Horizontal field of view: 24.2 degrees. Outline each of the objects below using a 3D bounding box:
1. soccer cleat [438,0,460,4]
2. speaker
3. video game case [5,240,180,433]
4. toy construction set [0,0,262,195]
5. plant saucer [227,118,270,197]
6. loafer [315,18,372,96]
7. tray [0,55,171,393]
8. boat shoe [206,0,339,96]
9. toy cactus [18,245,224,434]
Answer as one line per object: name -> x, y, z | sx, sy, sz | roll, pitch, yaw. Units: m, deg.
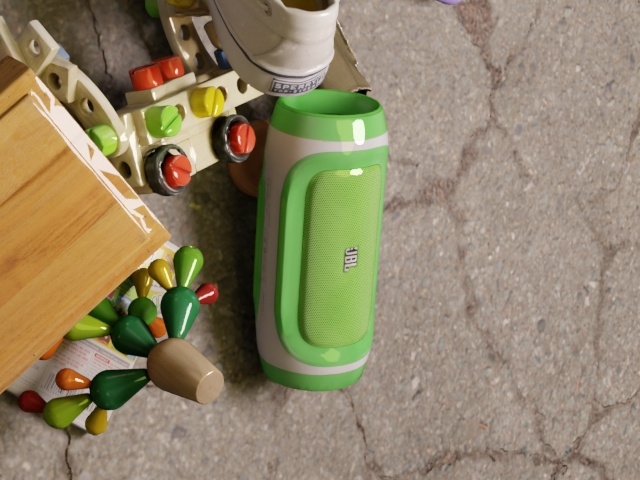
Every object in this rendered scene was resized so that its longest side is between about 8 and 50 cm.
soccer cleat -> 0.066, -0.321, 1.652 | 0.095, 0.083, 0.248 | -50, 133, 9
speaker -> 0.000, 0.000, 1.541 | 0.131, 0.131, 0.296 | -13, 116, -39
video game case -> -0.257, 0.050, 1.428 | 0.227, 0.026, 0.206 | 35, 71, -36
toy construction set -> -0.157, -0.162, 1.414 | 0.327, 0.151, 0.215 | -24, 108, -37
plant saucer -> -0.063, -0.087, 1.590 | 0.083, 0.013, 0.083 | -4, 96, -39
loafer -> 0.014, -0.174, 1.599 | 0.094, 0.087, 0.251 | -38, 116, -32
tray -> -0.343, 0.058, 1.249 | 0.411, 0.076, 0.203 | -43, 120, -9
boat shoe -> -0.081, -0.315, 1.353 | 0.136, 0.156, 0.367 | -12, 62, -24
toy cactus -> -0.162, 0.108, 1.388 | 0.219, 0.180, 0.112 | -42, 138, -24
